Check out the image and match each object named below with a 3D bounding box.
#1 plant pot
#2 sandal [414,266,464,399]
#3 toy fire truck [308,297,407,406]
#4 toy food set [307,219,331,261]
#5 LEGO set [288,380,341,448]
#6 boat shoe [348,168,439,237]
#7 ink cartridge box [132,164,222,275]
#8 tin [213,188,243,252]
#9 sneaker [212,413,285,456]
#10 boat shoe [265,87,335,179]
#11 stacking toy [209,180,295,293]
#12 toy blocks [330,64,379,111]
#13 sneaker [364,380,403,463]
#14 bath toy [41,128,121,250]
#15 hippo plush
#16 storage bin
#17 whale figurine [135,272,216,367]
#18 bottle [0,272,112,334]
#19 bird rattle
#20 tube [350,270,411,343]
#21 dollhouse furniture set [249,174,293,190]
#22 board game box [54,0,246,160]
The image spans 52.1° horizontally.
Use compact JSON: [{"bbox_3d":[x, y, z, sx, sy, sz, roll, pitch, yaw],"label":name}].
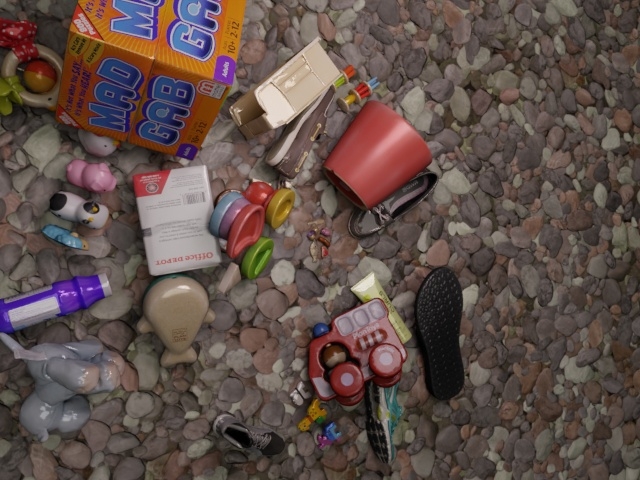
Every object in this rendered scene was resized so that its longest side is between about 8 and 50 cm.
[{"bbox_3d":[0.153,-0.238,1.945,0.243,0.275,0.275,-46,105,-5],"label":"plant pot"},{"bbox_3d":[0.367,0.297,2.106,0.168,0.107,0.445,-11,106,-22],"label":"sandal"},{"bbox_3d":[0.100,0.335,1.954,0.302,0.169,0.254,-25,66,-6],"label":"toy fire truck"},{"bbox_3d":[0.000,0.000,2.000,0.078,0.019,0.122,-13,94,-21],"label":"toy food set"},{"bbox_3d":[-0.024,0.542,1.949,0.093,0.087,0.227,-36,100,-18],"label":"LEGO set"},{"bbox_3d":[0.231,-0.125,2.049,0.335,0.095,0.112,-36,102,-18],"label":"boat shoe"},{"bbox_3d":[-0.387,-0.054,1.787,0.197,0.114,0.272,-9,92,-10],"label":"ink cartridge box"},{"bbox_3d":[-0.259,-0.056,1.894,0.106,0.040,0.189,5,87,-17],"label":"tin"},{"bbox_3d":[-0.193,0.572,1.858,0.229,0.132,0.086,25,81,-19],"label":"sneaker"},{"bbox_3d":[-0.041,-0.325,1.931,0.097,0.117,0.324,40,65,-22],"label":"boat shoe"},{"bbox_3d":[-0.220,-0.024,1.797,0.130,0.309,0.279,28,113,16],"label":"stacking toy"},{"bbox_3d":[0.103,-0.487,2.028,0.148,0.054,0.123,-39,103,-17],"label":"toy blocks"},{"bbox_3d":[0.211,0.553,2.034,0.110,0.107,0.275,-2,90,-30],"label":"sneaker"},{"bbox_3d":[-0.608,-0.151,1.712,0.151,0.129,0.348,19,82,-20],"label":"bath toy"},{"bbox_3d":[-0.645,0.387,1.629,0.294,0.234,0.236,13,97,-46],"label":"hippo plush"},{"bbox_3d":[-0.108,-0.413,1.836,0.260,0.262,0.123,-44,106,-16],"label":"storage bin"},{"bbox_3d":[-0.400,0.214,1.803,0.216,0.141,0.272,-9,117,-21],"label":"whale figurine"},{"bbox_3d":[-0.686,0.156,1.684,0.283,0.118,0.092,-18,93,-21],"label":"bottle"},{"bbox_3d":[-0.756,-0.439,1.688,0.207,0.143,0.253,20,69,-31],"label":"bird rattle"},{"bbox_3d":[0.196,0.220,2.054,0.240,0.062,0.070,55,38,-6],"label":"tube"},{"bbox_3d":[-0.143,-0.189,1.923,0.114,0.091,0.081,15,69,-17],"label":"dollhouse furniture set"},{"bbox_3d":[-0.413,-0.475,1.614,0.356,0.356,0.356,15,62,-20],"label":"board game box"}]
